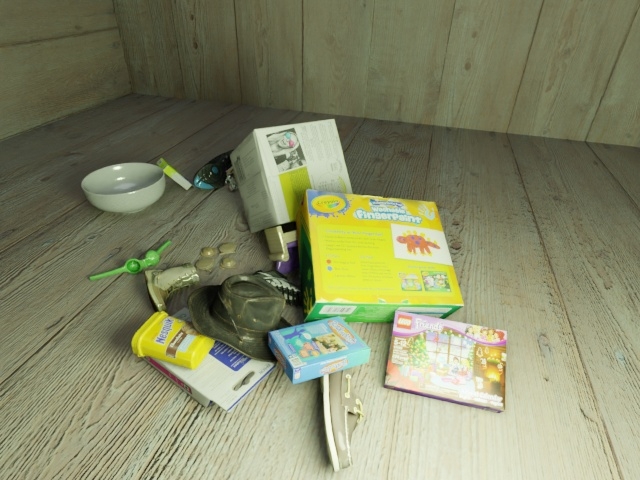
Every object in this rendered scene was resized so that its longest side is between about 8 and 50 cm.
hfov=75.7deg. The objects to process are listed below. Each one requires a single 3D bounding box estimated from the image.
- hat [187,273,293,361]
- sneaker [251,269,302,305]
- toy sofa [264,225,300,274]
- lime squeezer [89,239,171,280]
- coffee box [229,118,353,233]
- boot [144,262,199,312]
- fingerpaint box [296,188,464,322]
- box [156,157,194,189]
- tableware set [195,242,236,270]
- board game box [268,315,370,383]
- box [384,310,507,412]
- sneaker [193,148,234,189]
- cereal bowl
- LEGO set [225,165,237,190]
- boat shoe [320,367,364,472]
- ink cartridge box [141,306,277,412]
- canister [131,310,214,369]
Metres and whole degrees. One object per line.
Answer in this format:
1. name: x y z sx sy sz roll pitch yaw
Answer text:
1. hat: -0.191 0.177 1.147 0.331 0.134 0.331 26 16 -8
2. sneaker: -0.135 0.145 1.366 0.234 0.078 0.106 12 37 18
3. toy sofa: 0.000 0.000 1.459 0.362 0.177 0.150 -15 4 -25
4. lime squeezer: -0.654 0.070 1.475 0.110 0.059 0.310 26 41 31
5. coffee box: -0.116 -0.242 1.611 0.334 0.338 0.337 -17 4 -27
6. boot: -0.478 0.148 1.348 0.165 0.077 0.213 -12 33 -24
7. fingerpaint box: 0.162 0.053 1.264 0.444 0.163 0.371 3 59 -16
8. box: -0.699 -0.315 1.992 0.042 0.178 0.109 -48 47 -3
9. tableware set: -0.385 0.061 1.536 0.141 0.020 0.169 -4 35 -5
10. board game box: -0.006 0.268 1.040 0.210 0.047 0.160 -8 25 -26
11. box: 0.325 0.311 1.076 0.293 0.057 0.201 9 63 10
12. sneaker: -0.536 -0.344 2.089 0.139 0.125 0.341 -10 26 34
13. cereal bowl: -0.856 -0.218 1.826 0.339 0.141 0.339 2 33 -1
14. LEGO set: -0.370 -0.350 2.083 0.107 0.132 0.287 1 21 46
15. boat shoe: 0.052 0.383 0.983 0.096 0.117 0.324 -3 28 -2
16. ink cartridge box: -0.311 0.318 1.105 0.371 0.069 0.176 21 37 30
17. canister: -0.377 0.260 1.073 0.170 0.073 0.126 12 33 12
